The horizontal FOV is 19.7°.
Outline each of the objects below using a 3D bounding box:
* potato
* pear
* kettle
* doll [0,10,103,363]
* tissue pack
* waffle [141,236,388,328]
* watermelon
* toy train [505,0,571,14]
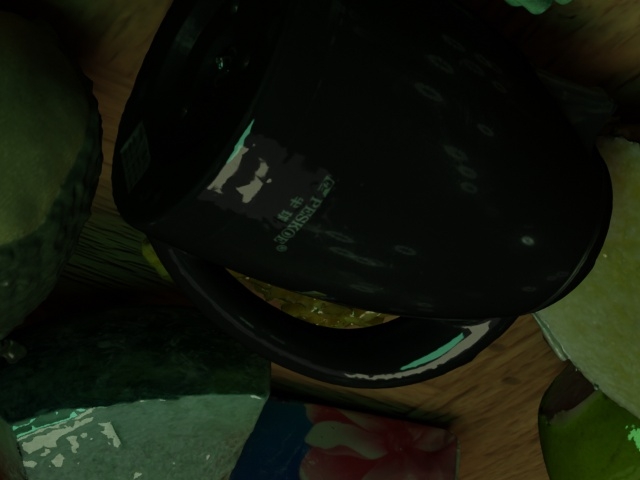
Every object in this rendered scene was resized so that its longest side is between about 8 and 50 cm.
[{"bbox_3d":[0.269,0.028,1.228,0.299,0.116,0.239,33,134,21],"label":"potato"},{"bbox_3d":[0.279,0.169,1.441,0.219,0.187,0.187,41,141,-10],"label":"pear"},{"bbox_3d":[0.030,-0.029,1.128,0.290,0.207,0.268,25,119,-27],"label":"kettle"},{"bbox_3d":[-0.275,-0.028,1.231,0.247,0.247,0.349,12,156,-6],"label":"doll"},{"bbox_3d":[-0.031,0.228,1.669,0.269,0.137,0.209,10,147,-10],"label":"tissue pack"},{"bbox_3d":[0.000,-0.002,1.330,0.291,0.051,0.291,1,153,0],"label":"waffle"},{"bbox_3d":[-0.169,0.183,1.441,0.228,0.258,0.387,-20,-175,-36],"label":"watermelon"},{"bbox_3d":[0.080,-0.187,1.017,0.178,0.071,0.104,27,152,-27],"label":"toy train"}]
